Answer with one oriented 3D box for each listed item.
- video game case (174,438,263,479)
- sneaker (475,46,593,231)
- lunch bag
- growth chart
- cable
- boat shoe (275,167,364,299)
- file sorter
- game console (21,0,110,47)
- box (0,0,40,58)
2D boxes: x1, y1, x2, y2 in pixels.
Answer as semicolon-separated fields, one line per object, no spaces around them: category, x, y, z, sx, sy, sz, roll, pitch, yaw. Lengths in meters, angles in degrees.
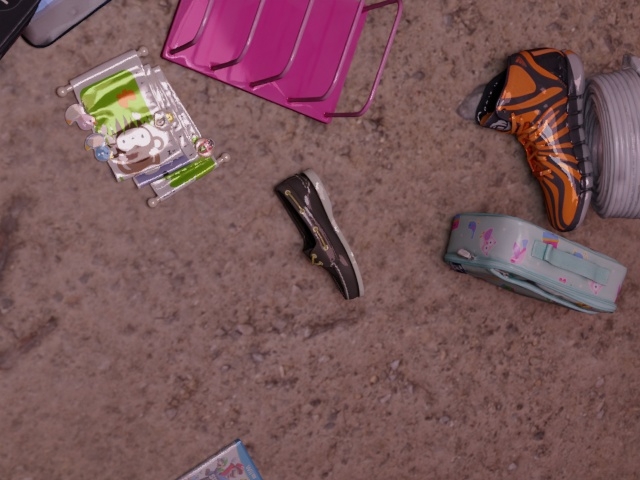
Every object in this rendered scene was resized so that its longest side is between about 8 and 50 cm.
video game case;-0.175;0.416;1.511;0.166;0.015;0.119;-31;106;-16
sneaker;0.361;-0.170;1.611;0.180;0.124;0.321;-4;87;-17
lunch bag;0.358;0.039;1.566;0.279;0.224;0.108;19;89;-24
growth chart;-0.268;-0.168;1.400;0.172;0.021;0.237;-39;108;-12
cable;0.506;-0.162;1.586;0.089;0.257;0.257;-3;129;5
boat shoe;0.000;0.000;1.499;0.068;0.081;0.228;-27;98;-14
file sorter;-0.052;-0.319;1.381;0.290;0.182;0.202;19;89;-23
game console;-0.366;-0.451;1.252;0.293;0.250;0.173;53;50;-19
box;-0.519;-0.324;1.184;0.270;0.143;0.165;37;62;-17
